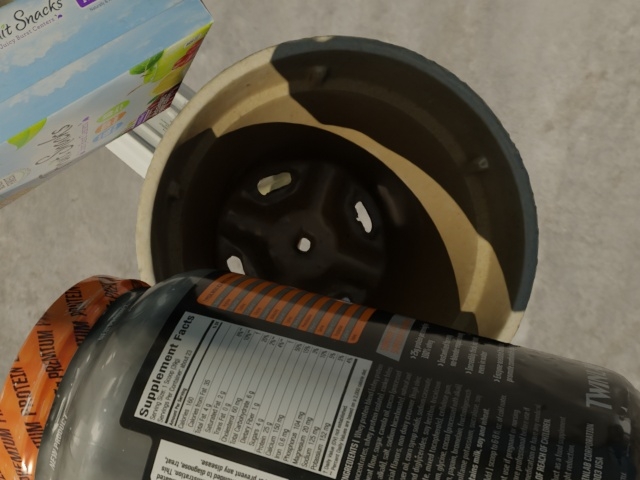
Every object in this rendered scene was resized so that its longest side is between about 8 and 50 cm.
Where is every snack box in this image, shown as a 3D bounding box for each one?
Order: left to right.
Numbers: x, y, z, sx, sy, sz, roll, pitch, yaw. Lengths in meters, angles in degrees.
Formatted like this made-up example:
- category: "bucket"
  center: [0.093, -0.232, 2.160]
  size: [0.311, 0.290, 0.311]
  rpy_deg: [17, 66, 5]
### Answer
- category: "snack box"
  center: [-0.175, -0.096, 0.484]
  size: [0.174, 0.207, 0.070]
  rpy_deg: [-36, 97, -18]

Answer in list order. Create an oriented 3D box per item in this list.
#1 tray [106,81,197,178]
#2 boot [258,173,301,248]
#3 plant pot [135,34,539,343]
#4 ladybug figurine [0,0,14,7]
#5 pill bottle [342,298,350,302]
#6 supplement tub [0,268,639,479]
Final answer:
- category: "tray"
  center: [-0.203, -0.149, 1.002]
  size: [0.270, 0.030, 0.145]
  rpy_deg: [38, 71, 16]
- category: "boot"
  center: [-0.032, -0.033, 1.068]
  size: [0.104, 0.295, 0.211]
  rpy_deg: [-15, 147, 18]
- category: "plant pot"
  center: [0.000, 0.000, 0.745]
  size: [0.333, 0.305, 0.334]
  rpy_deg: [0, 89, -8]
- category: "ladybug figurine"
  center: [-0.419, -0.277, 0.750]
  size: [0.161, 0.449, 0.305]
  rpy_deg: [-9, 72, -30]
- category: "pill bottle"
  center: [-0.005, 0.135, 1.020]
  size: [0.086, 0.086, 0.152]
  rpy_deg: [20, 138, -19]
- category: "supplement tub"
  center: [-0.002, 0.128, 0.409]
  size: [0.315, 0.193, 0.194]
  rpy_deg: [14, 107, 13]
